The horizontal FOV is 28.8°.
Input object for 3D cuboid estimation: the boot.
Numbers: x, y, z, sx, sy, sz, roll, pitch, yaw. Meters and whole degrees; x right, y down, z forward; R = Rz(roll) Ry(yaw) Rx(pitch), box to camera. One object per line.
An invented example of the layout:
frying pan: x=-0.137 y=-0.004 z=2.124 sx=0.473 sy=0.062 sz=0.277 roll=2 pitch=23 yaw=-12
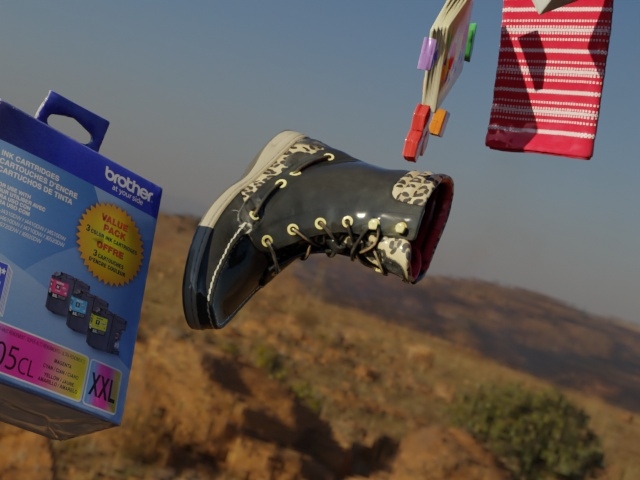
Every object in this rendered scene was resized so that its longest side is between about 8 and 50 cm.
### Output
boot: x=0.000 y=0.000 z=1.741 sx=0.284 sy=0.377 sz=0.138 roll=13 pitch=-46 yaw=22

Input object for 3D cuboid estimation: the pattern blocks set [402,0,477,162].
pattern blocks set: x=0.180 y=-0.274 z=1.778 sx=0.026 sy=0.285 sz=0.325 roll=15 pitch=25 yaw=14

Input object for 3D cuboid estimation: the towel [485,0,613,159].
towel: x=0.331 y=-0.260 z=1.819 sx=0.031 sy=0.274 sz=0.199 roll=-2 pitch=11 yaw=-42

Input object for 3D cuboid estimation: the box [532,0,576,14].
box: x=0.307 y=-0.379 z=1.536 sx=0.091 sy=0.130 sz=0.170 roll=-22 pitch=-7 yaw=-14

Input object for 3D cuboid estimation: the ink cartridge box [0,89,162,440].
ink cartridge box: x=-0.354 y=0.015 z=1.532 sx=0.151 sy=0.395 sz=0.270 roll=-19 pitch=-35 yaw=39
